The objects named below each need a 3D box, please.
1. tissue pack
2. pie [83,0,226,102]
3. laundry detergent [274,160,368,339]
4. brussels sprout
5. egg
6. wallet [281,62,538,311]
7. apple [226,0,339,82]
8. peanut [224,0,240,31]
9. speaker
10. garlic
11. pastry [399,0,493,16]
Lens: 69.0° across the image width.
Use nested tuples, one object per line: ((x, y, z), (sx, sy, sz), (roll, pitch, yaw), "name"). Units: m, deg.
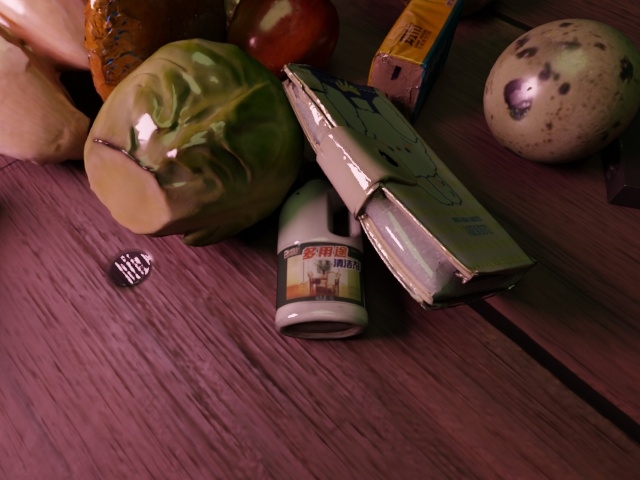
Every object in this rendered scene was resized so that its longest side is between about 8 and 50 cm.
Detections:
((0.136, -0.269, 0.685), (0.082, 0.120, 0.169), (24, 62, 12), "tissue pack")
((-0.205, -0.278, 0.601), (0.069, 0.273, 0.273), (24, 61, 13), "pie")
((0.000, 0.000, 0.544), (0.099, 0.070, 0.225), (-5, 56, 7), "laundry detergent")
((-0.136, -0.110, 0.539), (0.244, 0.244, 0.243), (0, 58, 0), "brussels sprout")
((0.321, -0.194, 0.608), (0.228, 0.177, 0.177), (-21, 59, -31), "egg")
((0.093, -0.070, 0.524), (0.223, 0.077, 0.309), (-4, 53, -48), "wallet")
((-0.061, -0.304, 0.695), (0.156, 0.147, 0.158), (35, 63, -4), "apple")
((-0.174, -0.421, 0.800), (0.228, 0.085, 0.104), (35, 83, 18), "peanut")
((0.424, -0.132, 0.647), (0.046, 0.040, 0.191), (13, 58, 5), "speaker")
((-0.412, -0.263, 0.625), (0.286, 0.249, 0.313), (-34, 55, -21), "garlic")
((0.195, -0.523, 0.781), (0.330, 0.136, 0.329), (2, 85, -28), "pastry")
